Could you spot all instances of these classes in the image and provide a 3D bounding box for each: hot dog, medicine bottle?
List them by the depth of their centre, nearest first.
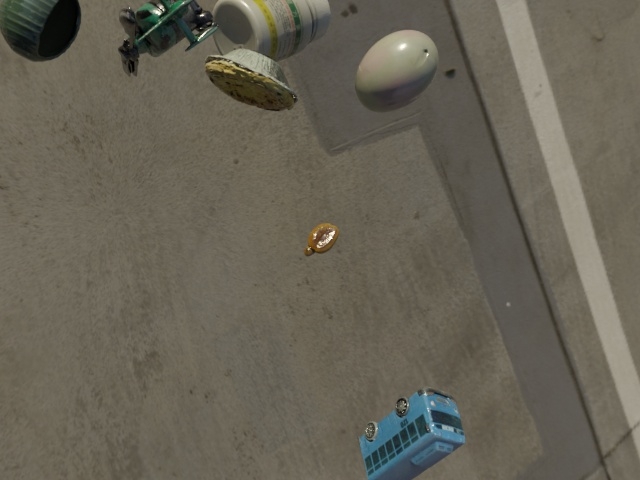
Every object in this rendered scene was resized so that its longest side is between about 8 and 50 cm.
[{"bbox_3d":[-0.137,-0.655,1.422,0.340,0.208,0.208,-39,108,-37],"label":"medicine bottle"},{"bbox_3d":[0.002,0.001,1.616,0.090,0.060,0.140,32,66,3],"label":"hot dog"}]

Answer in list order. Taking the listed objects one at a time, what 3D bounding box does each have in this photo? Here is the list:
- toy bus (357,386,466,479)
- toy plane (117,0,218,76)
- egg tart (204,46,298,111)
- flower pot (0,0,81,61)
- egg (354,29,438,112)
[{"bbox_3d":[0.202,0.439,1.043,0.116,0.133,0.234,26,121,-26],"label":"toy bus"},{"bbox_3d":[-0.237,-0.324,0.709,0.155,0.382,0.106,-45,121,-11],"label":"toy plane"},{"bbox_3d":[-0.159,-0.387,1.122,0.234,0.234,0.094,21,88,-23],"label":"egg tart"},{"bbox_3d":[-0.786,-0.625,1.322,0.157,0.189,0.242,31,89,10],"label":"flower pot"},{"bbox_3d":[0.113,-0.253,0.710,0.135,0.103,0.103,-36,110,21],"label":"egg"}]
